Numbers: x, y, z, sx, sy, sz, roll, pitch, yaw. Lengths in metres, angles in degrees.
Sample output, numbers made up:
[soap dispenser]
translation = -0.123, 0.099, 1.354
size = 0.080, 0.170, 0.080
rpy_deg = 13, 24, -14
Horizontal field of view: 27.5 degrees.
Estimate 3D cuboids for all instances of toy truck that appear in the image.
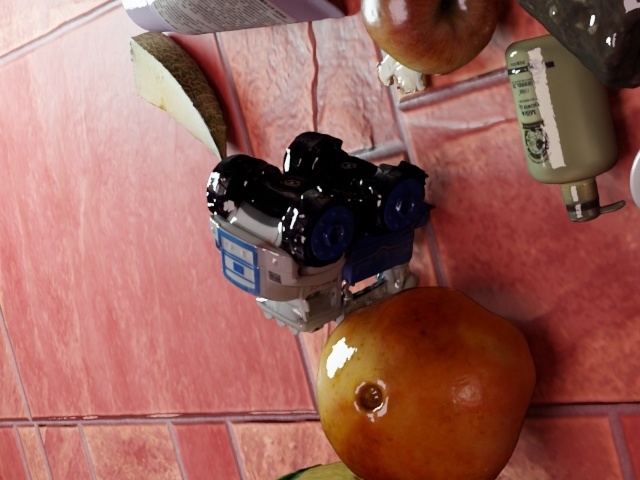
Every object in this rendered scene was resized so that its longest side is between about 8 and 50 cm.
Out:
[toy truck]
translation = 0.000, 0.000, 1.287
size = 0.161, 0.213, 0.177
rpy_deg = 27, 128, 42

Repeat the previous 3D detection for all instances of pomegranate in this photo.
[pomegranate]
translation = 0.100, 0.146, 1.233
size = 0.209, 0.209, 0.209
rpy_deg = 21, 119, 44

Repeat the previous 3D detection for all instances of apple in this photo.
[apple]
translation = 0.094, -0.210, 1.167
size = 0.102, 0.126, 0.126
rpy_deg = 14, 115, 64

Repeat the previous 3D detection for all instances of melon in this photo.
[melon]
translation = -0.160, -0.166, 1.539
size = 0.182, 0.054, 0.098
rpy_deg = 41, 137, 34

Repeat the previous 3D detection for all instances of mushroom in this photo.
[mushroom]
translation = 0.090, -0.168, 1.268
size = 0.101, 0.019, 0.049
rpy_deg = 0, 103, 52

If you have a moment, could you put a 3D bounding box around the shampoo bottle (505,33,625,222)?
[shampoo bottle]
translation = 0.209, -0.095, 1.109
size = 0.079, 0.079, 0.162
rpy_deg = -4, 100, 50

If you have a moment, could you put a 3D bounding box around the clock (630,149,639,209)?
[clock]
translation = 0.361, -0.051, 0.942
size = 0.227, 0.090, 0.248
rpy_deg = 51, 135, 23

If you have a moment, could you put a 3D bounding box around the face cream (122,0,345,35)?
[face cream]
translation = -0.110, -0.270, 1.390
size = 0.274, 0.154, 0.096
rpy_deg = 9, 71, 51

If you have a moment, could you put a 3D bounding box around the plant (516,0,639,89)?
[plant]
translation = 0.207, -0.259, 0.959
size = 0.276, 0.199, 0.188
rpy_deg = 62, 145, 16

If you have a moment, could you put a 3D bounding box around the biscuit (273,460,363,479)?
[biscuit]
translation = 0.076, 0.268, 1.264
size = 0.344, 0.287, 0.057
rpy_deg = -85, -8, -84
